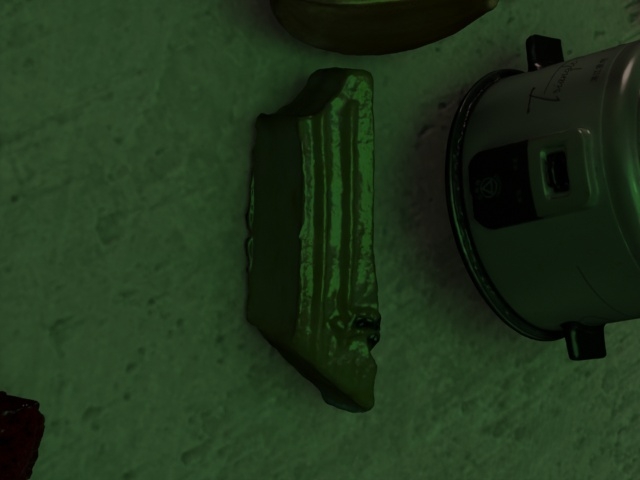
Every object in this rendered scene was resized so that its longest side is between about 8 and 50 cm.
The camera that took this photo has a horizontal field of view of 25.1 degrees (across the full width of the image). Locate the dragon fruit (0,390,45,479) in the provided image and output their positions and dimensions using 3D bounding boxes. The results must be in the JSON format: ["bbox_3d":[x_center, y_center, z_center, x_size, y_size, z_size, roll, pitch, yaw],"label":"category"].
[{"bbox_3d":[-0.279,0.169,1.016,0.162,0.083,0.106,-19,114,-37],"label":"dragon fruit"}]

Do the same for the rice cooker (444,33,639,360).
[{"bbox_3d":[0.228,-0.042,1.209,0.241,0.227,0.280,-2,83,-48],"label":"rice cooker"}]

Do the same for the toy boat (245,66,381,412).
[{"bbox_3d":[-0.006,0.002,1.141,0.084,0.111,0.276,-4,97,-24],"label":"toy boat"}]

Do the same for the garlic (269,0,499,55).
[{"bbox_3d":[0.032,-0.204,1.160,0.207,0.128,0.115,-11,142,-24],"label":"garlic"}]
